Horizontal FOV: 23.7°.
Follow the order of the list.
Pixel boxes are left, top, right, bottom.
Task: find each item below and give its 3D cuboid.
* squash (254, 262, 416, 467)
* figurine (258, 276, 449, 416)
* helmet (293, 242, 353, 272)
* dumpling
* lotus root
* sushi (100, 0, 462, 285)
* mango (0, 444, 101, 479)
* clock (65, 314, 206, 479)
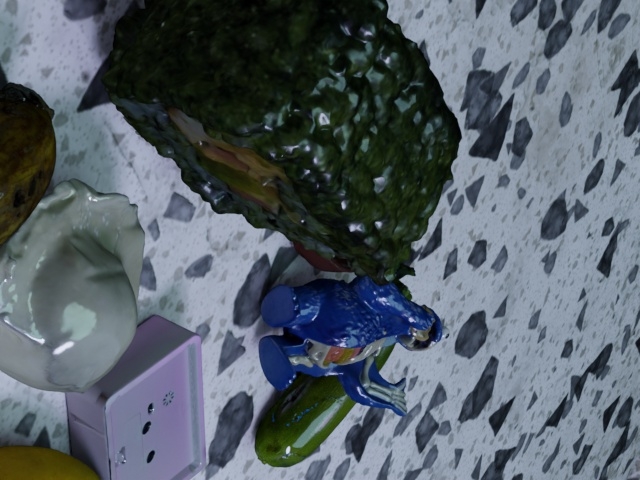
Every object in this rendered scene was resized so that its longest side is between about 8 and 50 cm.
[{"bbox_3d":[0.031,0.158,1.935,0.331,0.087,0.087,-51,148,-26],"label":"squash"},{"bbox_3d":[0.038,0.106,1.842,0.262,0.121,0.164,16,105,-38],"label":"figurine"},{"bbox_3d":[0.000,0.000,1.793,0.111,0.057,0.089,28,52,-50],"label":"helmet"},{"bbox_3d":[-0.225,0.041,1.373,0.193,0.147,0.258,-58,158,-21],"label":"dumpling"},{"bbox_3d":[-0.289,-0.045,1.231,0.209,0.120,0.120,-51,148,-27],"label":"lotus root"},{"bbox_3d":[-0.040,-0.119,1.399,0.178,0.294,0.352,-60,152,-13],"label":"sushi"},{"bbox_3d":[-0.304,0.283,1.459,0.317,0.119,0.176,-7,110,-60],"label":"mango"},{"bbox_3d":[-0.195,0.196,1.621,0.150,0.063,0.197,-36,140,-40],"label":"clock"}]
